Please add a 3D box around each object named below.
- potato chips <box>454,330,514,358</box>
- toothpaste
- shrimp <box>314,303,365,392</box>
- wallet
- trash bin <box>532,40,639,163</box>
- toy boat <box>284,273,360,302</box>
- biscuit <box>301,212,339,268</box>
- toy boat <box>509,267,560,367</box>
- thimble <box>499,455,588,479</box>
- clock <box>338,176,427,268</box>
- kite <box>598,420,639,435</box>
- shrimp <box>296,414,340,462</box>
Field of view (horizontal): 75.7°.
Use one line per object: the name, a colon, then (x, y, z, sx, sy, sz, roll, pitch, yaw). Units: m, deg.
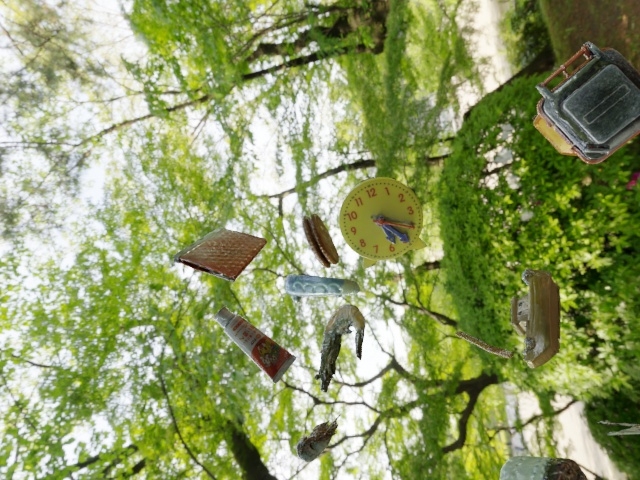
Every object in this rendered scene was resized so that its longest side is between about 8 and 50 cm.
potato chips: (0.528, 0.336, 1.331, 0.037, 0.204, 0.026, 42, -104, -35)
toothpaste: (-0.177, 0.264, 1.074, 0.089, 0.234, 0.057, -46, -7, -35)
shrimp: (0.050, 0.254, 0.986, 0.051, 0.150, 0.217, 28, -115, -30)
wallet: (-0.164, 0.017, 0.714, 0.196, 0.103, 0.020, -67, -8, -73)
trash bin: (0.519, -0.264, 0.827, 0.184, 0.161, 0.238, 49, -162, 4)
toy boat: (-0.001, 0.216, 1.765, 0.215, 0.329, 0.123, 26, -112, -74)
biscuit: (0.000, 0.000, 1.529, 0.221, 0.066, 0.220, 62, -171, -17)
toy boat: (0.608, 0.215, 1.177, 0.089, 0.121, 0.321, 50, -134, -25)
thimble: (0.502, 0.593, 0.896, 0.237, 0.150, 0.237, 16, -114, -39)
clock: (0.200, -0.062, 1.357, 0.294, 0.277, 0.071, 62, -168, -9)
kite: (1.191, 0.685, 1.526, 0.335, 0.314, 0.012, 101, 176, -52)
shrimp: (0.004, 0.654, 1.386, 0.233, 0.090, 0.079, -26, -103, -48)
